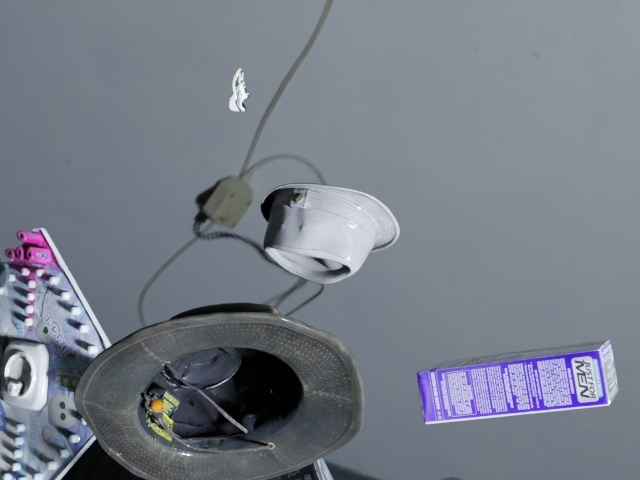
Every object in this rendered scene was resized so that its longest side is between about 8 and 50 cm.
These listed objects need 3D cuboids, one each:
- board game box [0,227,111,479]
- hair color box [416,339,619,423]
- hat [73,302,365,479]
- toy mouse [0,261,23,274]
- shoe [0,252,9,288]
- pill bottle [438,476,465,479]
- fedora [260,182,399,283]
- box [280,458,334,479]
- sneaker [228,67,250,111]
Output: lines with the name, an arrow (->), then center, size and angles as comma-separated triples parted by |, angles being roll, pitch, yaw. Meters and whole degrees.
board game box -> -0.539, 0.240, 1.668 | 0.390, 0.050, 0.390 | -48, 61, 21
hair color box -> 0.370, 0.263, 1.745 | 0.338, 0.185, 0.110 | -9, 86, 22
hat -> -0.110, 0.154, 1.089 | 0.331, 0.134, 0.331 | 0, 131, 0
toy mouse -> -0.547, 0.023, 1.487 | 0.143, 0.031, 0.161 | 22, 140, 1
shoe -> -0.602, 0.015, 1.632 | 0.178, 0.081, 0.063 | 45, 85, 2
pill bottle -> 0.204, 0.416, 1.432 | 0.094, 0.169, 0.094 | -1, 84, 8
fedora -> 0.000, 0.000, 1.769 | 0.275, 0.124, 0.244 | 9, 152, 23
box -> 0.004, 0.539, 1.851 | 0.076, 0.242, 0.307 | -23, 114, 0
sneaker -> -0.150, -0.286, 1.777 | 0.037, 0.032, 0.083 | 13, 114, 8
